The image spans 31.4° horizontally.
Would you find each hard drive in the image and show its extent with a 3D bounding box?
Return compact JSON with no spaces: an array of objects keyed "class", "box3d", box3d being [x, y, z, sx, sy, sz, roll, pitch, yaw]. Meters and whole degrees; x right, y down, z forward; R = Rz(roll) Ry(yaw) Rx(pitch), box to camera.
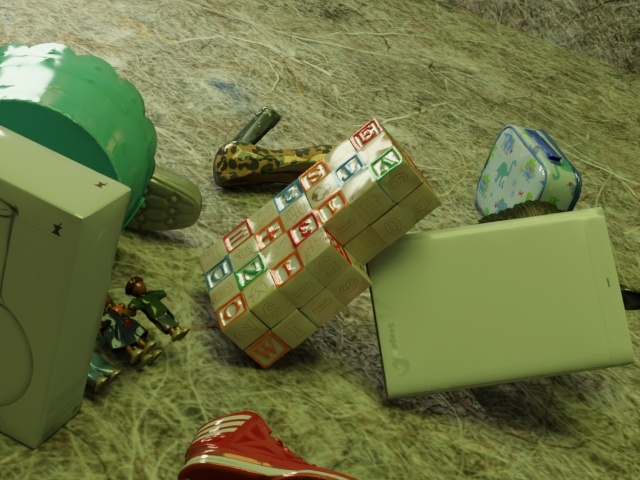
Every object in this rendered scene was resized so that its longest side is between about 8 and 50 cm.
[{"class":"hard drive","box3d":[0.220,0.078,1.431,0.308,0.203,0.040,-8,-15,-2]}]

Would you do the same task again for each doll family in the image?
[{"class":"doll family","box3d":[-0.241,0.099,1.299,0.111,0.076,0.193,47,21,10]}]

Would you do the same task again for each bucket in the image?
[{"class":"bucket","box3d":[-0.348,-0.091,1.395,0.281,0.281,0.183,15,26,-7]}]

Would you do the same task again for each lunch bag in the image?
[{"class":"lunch bag","box3d":[0.354,-0.090,1.935,0.090,0.176,0.219,8,28,-19]}]

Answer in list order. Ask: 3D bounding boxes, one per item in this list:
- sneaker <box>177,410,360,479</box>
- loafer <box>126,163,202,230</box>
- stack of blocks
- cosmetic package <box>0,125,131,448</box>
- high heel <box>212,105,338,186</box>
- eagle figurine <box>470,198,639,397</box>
[{"class":"sneaker","box3d":[-0.031,0.232,1.187,0.221,0.087,0.128,17,28,-7]},{"class":"loafer","box3d":[-0.315,-0.100,1.599,0.320,0.112,0.111,18,35,0]},{"class":"stack of blocks","box3d":[0.000,0.000,1.415,0.087,0.297,0.171,46,10,-33]},{"class":"cosmetic package","box3d":[-0.399,0.004,1.159,0.377,0.284,0.097,25,27,13]},{"class":"high heel","box3d":[-0.040,-0.088,1.824,0.261,0.093,0.186,34,51,3]},{"class":"eagle figurine","box3d":[0.287,0.058,1.571,0.226,0.298,0.225,63,-4,10]}]
